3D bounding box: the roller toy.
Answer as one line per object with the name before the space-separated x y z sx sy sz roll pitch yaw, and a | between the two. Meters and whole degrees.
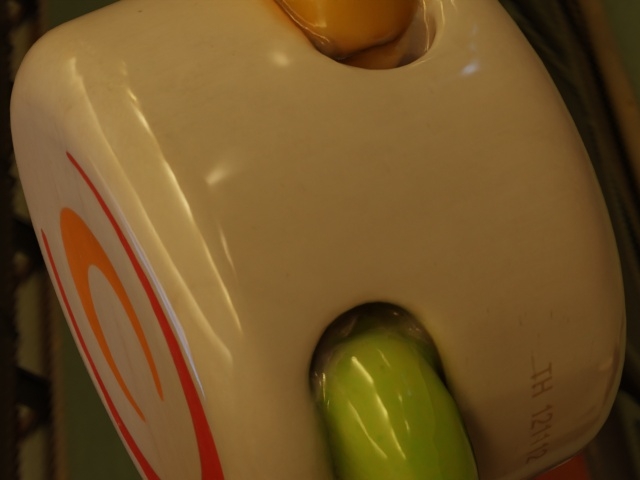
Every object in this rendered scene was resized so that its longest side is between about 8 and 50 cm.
roller toy | 0.000 0.000 0.585 0.209 0.146 0.191 64 162 6
